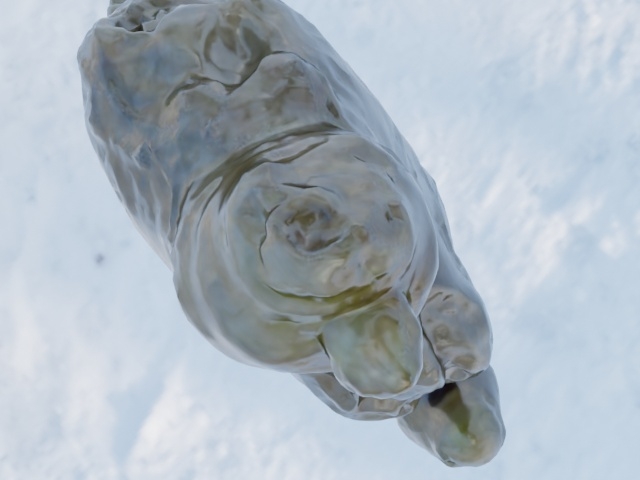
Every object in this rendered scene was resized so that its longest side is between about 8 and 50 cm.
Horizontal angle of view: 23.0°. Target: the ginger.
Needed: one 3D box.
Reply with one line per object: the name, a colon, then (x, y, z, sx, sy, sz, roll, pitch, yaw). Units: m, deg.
ginger: (0.000, 0.000, 0.478, 0.080, 0.333, 0.166, -28, 81, 2)
